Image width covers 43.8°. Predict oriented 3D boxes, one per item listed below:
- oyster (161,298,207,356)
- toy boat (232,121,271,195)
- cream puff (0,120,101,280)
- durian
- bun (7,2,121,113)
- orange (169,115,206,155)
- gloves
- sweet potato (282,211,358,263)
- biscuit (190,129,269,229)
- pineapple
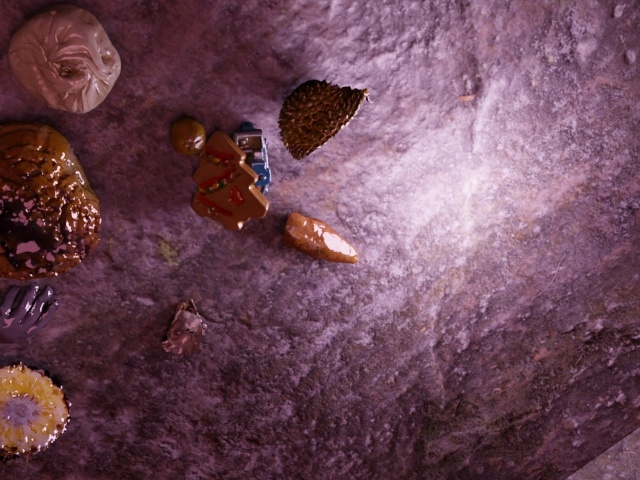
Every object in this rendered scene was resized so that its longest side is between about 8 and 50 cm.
[{"bbox_3d":[-0.345,0.234,2.069,0.108,0.053,0.166,24,119,0],"label":"oyster"},{"bbox_3d":[-0.164,-0.166,1.882,0.088,0.102,0.215,-5,120,-12],"label":"toy boat"},{"bbox_3d":[-0.631,-0.071,1.708,0.327,0.231,0.343,13,113,-20],"label":"cream puff"},{"bbox_3d":[0.001,-0.304,1.818,0.237,0.193,0.138,-40,99,-19],"label":"durian"},{"bbox_3d":[-0.522,-0.366,1.634,0.229,0.145,0.229,-10,122,-16],"label":"bun"},{"bbox_3d":[-0.299,-0.235,1.803,0.085,0.095,0.085,-11,125,-17],"label":"orange"},{"bbox_3d":[-0.762,0.194,1.894,0.285,0.119,0.142,-24,153,-8],"label":"gloves"},{"bbox_3d":[0.000,0.000,2.038,0.251,0.097,0.097,25,108,-33],"label":"sweet potato"},{"bbox_3d":[-0.224,-0.138,1.855,0.212,0.041,0.239,3,111,29],"label":"biscuit"},{"bbox_3d":[-0.792,0.469,1.987,0.262,0.263,0.271,24,131,-27],"label":"pineapple"}]
